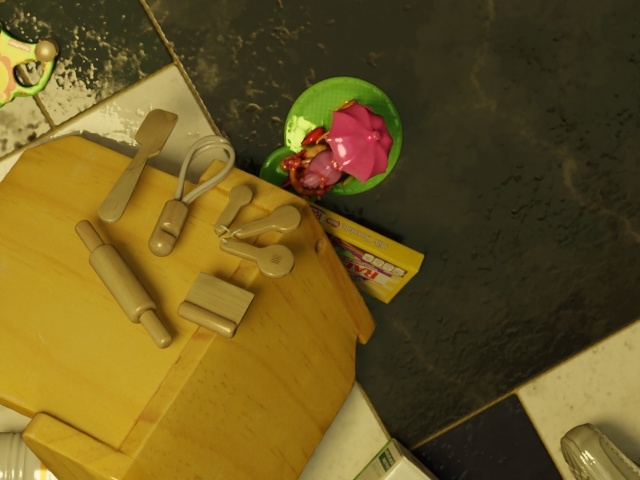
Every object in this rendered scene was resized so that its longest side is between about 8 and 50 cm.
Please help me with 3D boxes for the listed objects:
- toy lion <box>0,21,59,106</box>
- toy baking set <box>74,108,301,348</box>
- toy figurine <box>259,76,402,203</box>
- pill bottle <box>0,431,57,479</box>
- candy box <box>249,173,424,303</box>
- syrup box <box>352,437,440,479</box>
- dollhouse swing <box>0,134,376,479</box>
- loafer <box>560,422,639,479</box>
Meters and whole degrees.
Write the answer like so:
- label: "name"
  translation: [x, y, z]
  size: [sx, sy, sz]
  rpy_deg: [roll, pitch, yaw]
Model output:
- label: "toy lion"
  translation: [-0.338, -0.181, 1.821]
  size: [0.100, 0.034, 0.096]
  rpy_deg: [19, 102, -6]
- label: "toy baking set"
  translation: [-0.134, -0.010, 1.669]
  size: [0.197, 0.030, 0.256]
  rpy_deg: [-34, 64, -19]
- label: "toy figurine"
  translation: [0.013, -0.092, 1.789]
  size: [0.173, 0.159, 0.130]
  rpy_deg: [-38, 97, 1]
- label: "pill bottle"
  translation: [-0.245, 0.249, 1.828]
  size: [0.215, 0.117, 0.117]
  rpy_deg: [2, 96, -4]
- label: "candy box"
  translation: [0.000, 0.000, 1.828]
  size: [0.206, 0.105, 0.027]
  rpy_deg: [25, 66, -6]
- label: "syrup box"
  translation: [0.038, 0.340, 1.871]
  size: [0.096, 0.093, 0.237]
  rpy_deg: [43, 92, -8]
- label: "dollhouse swing"
  translation: [-0.189, 0.111, 1.767]
  size: [0.346, 0.305, 0.315]
  rpy_deg: [-58, 142, -25]
- label: "loafer"
  translation: [0.394, 0.303, 1.891]
  size: [0.319, 0.112, 0.111]
  rpy_deg: [44, 87, -15]
